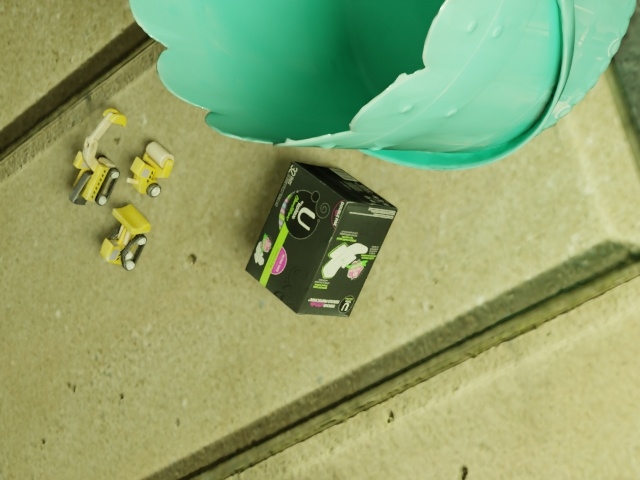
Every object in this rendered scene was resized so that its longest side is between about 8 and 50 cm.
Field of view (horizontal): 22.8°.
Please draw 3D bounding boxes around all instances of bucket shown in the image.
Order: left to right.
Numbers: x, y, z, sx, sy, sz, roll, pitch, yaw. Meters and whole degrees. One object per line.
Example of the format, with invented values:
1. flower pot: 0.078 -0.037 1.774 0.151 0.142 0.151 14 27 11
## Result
1. bucket: 0.041 -0.175 0.927 0.281 0.183 0.281 -5 83 44

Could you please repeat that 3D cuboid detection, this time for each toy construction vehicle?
1. toy construction vehicle: -0.157 -0.040 1.205 0.086 0.035 0.098 45 116 36

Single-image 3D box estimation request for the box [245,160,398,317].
1. box: 0.000 0.000 1.041 0.062 0.052 0.083 37 110 40
